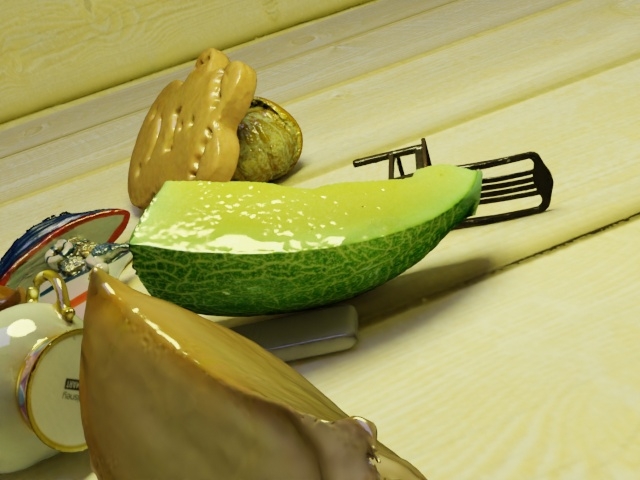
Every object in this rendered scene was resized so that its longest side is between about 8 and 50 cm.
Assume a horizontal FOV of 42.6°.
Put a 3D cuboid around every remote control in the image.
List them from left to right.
[{"bbox_3d":[-0.091,0.108,0.778,0.261,0.029,0.067,-12,21,8],"label":"remote control"}]

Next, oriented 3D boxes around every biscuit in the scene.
[{"bbox_3d":[-0.209,-0.153,1.223,0.052,0.275,0.355,20,-9,-32],"label":"biscuit"}]

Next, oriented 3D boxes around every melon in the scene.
[{"bbox_3d":[0.000,0.000,0.778,0.323,0.124,0.196,-6,-16,2],"label":"melon"}]

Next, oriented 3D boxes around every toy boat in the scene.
[{"bbox_3d":[-0.318,0.066,1.016,0.219,0.072,0.318,-25,38,-2],"label":"toy boat"}]

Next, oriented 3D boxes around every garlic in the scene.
[{"bbox_3d":[-0.037,0.134,0.464,0.151,0.196,0.338,-43,32,-17],"label":"garlic"}]

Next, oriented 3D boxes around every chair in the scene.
[{"bbox_3d":[0.147,-0.064,0.926,0.212,0.084,0.101,-13,26,11],"label":"chair"}]

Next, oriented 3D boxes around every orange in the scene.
[{"bbox_3d":[-0.107,-0.150,1.255,0.156,0.134,0.156,-25,16,8],"label":"orange"}]

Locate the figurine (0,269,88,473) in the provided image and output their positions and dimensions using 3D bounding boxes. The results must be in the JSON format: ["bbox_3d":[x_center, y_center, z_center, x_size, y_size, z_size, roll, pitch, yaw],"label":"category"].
[{"bbox_3d":[-0.298,0.118,0.744,0.263,0.142,0.190,1,70,37],"label":"figurine"}]

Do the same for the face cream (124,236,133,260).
[{"bbox_3d":[-0.272,0.025,1.111,0.038,0.020,0.115,-11,26,25],"label":"face cream"}]
